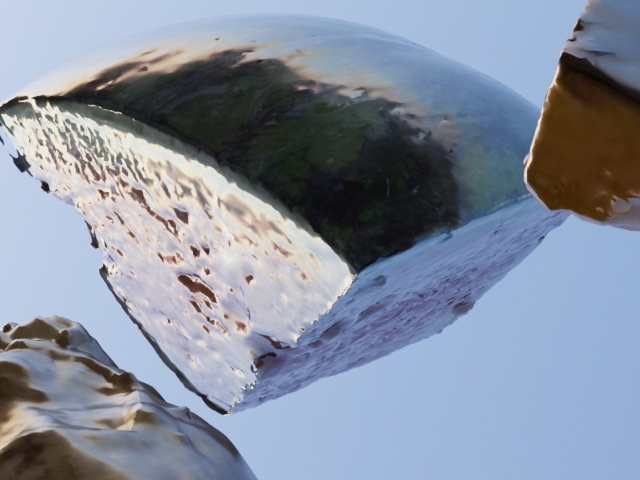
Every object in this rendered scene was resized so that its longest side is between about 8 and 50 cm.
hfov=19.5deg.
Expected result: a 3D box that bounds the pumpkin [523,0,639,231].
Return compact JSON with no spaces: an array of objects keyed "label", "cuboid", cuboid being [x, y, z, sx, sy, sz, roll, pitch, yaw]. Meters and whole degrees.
[{"label":"pumpkin","cuboid":[0.172,0.007,0.473,0.290,0.258,0.095,50,-53,46]}]

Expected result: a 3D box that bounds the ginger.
[{"label":"ginger","cuboid":[-0.072,0.213,0.559,0.236,0.166,0.376,17,-75,46]}]

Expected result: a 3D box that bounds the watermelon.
[{"label":"watermelon","cuboid":[0.000,0.000,0.896,0.261,0.213,0.201,25,-54,47]}]
